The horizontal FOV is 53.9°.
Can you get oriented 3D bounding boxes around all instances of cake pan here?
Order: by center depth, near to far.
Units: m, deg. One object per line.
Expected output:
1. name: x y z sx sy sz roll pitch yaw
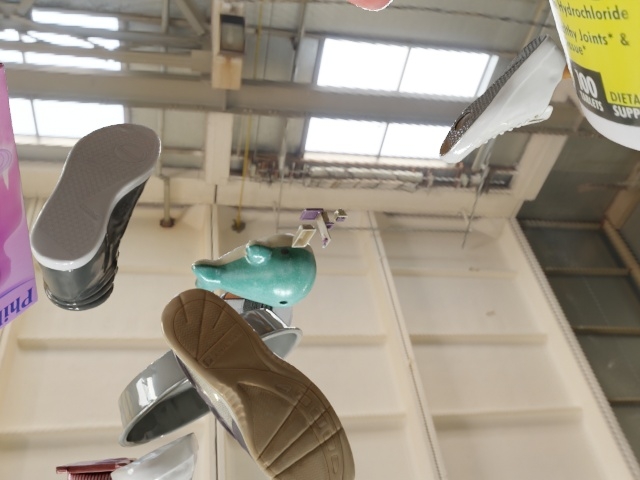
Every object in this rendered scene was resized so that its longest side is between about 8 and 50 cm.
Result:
1. cake pan: -0.161 0.192 0.903 0.293 0.293 0.054 -24 -110 -32

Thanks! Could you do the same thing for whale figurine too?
1. whale figurine: -0.141 0.083 1.381 0.272 0.216 0.141 -7 -120 -11

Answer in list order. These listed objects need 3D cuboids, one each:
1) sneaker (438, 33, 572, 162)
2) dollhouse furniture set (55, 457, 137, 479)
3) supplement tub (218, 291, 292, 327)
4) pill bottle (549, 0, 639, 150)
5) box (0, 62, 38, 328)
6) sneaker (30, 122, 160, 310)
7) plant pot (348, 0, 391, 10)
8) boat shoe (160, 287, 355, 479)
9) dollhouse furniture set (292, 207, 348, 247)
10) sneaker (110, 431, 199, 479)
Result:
1. sneaker: 0.352 -0.232 1.163 0.123 0.290 0.106 42 -172 -15
2. dollhouse furniture set: -0.508 0.491 1.069 0.374 0.152 0.201 -3 -106 -7
3. supplement tub: -0.174 0.180 1.545 0.191 0.117 0.117 -4 -141 24
4. pill bottle: 0.204 -0.229 0.348 0.188 0.334 0.188 -23 -148 15
5. box: -0.349 -0.006 0.479 0.117 0.242 0.213 19 -146 13
6. sneaker: -0.297 -0.034 0.843 0.105 0.147 0.295 17 -136 -5
7. plant pot: 0.076 -0.426 0.655 0.275 0.243 0.274 33 -140 -34
8. boat shoe: -0.073 0.176 0.712 0.103 0.092 0.285 -43 -91 -19
9. dollhouse furniture set: 0.000 0.000 1.269 0.091 0.114 0.081 -2 -123 -28
10. sneaker: -0.179 0.339 0.771 0.108 0.292 0.169 -20 -105 -23
